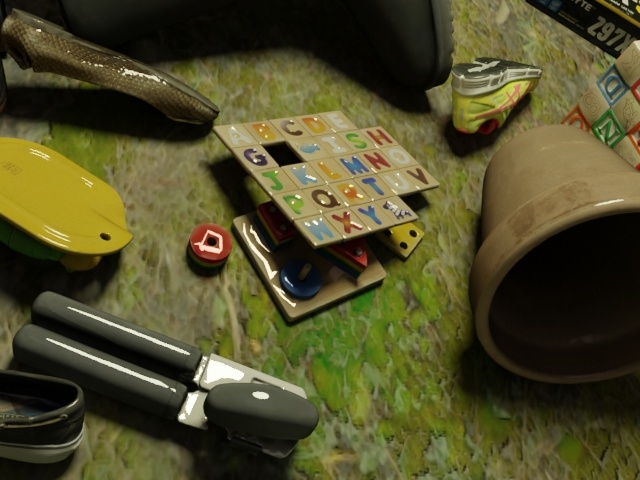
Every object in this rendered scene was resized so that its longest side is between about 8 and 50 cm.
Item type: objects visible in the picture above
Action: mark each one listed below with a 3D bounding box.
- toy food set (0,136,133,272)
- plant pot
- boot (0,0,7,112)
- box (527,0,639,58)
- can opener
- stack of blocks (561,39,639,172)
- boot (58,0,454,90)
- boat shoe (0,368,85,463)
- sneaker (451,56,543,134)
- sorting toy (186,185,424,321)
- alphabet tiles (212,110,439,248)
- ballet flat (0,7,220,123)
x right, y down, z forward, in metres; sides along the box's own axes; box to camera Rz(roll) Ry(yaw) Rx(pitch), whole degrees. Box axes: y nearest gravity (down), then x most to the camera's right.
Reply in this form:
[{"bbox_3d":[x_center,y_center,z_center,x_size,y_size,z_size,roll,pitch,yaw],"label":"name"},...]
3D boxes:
[{"bbox_3d":[-0.293,-0.035,0.800,0.218,0.071,0.128,34,31,0],"label":"toy food set"},{"bbox_3d":[0.275,-0.009,0.897,0.263,0.263,0.229,9,40,-15],"label":"plant pot"},{"bbox_3d":[-0.387,-0.192,0.843,0.106,0.082,0.219,-7,42,-12],"label":"boot"},{"bbox_3d":[0.518,-0.396,1.305,0.322,0.079,0.257,33,56,2],"label":"box"},{"bbox_3d":[-0.136,0.116,0.739,0.283,0.095,0.076,23,54,-6],"label":"can opener"},{"bbox_3d":[0.454,-0.089,1.034,0.087,0.171,0.297,-12,66,-26],"label":"stack of blocks"},{"bbox_3d":[-0.083,-0.303,0.963,0.445,0.146,0.367,-21,107,-17],"label":"boot"},{"bbox_3d":[-0.308,0.130,0.667,0.228,0.076,0.080,15,32,-13],"label":"boat shoe"},{"bbox_3d":[0.229,-0.192,1.081,0.081,0.094,0.208,20,26,35],"label":"sneaker"},{"bbox_3d":[0.000,0.000,0.891,0.274,0.046,0.132,-21,69,-30],"label":"sorting toy"},{"bbox_3d":[0.024,-0.082,0.927,0.237,0.009,0.198,-15,53,-40],"label":"alphabet tiles"},{"bbox_3d":[-0.228,-0.178,0.890,0.249,0.058,0.084,20,10,-31],"label":"ballet flat"}]
